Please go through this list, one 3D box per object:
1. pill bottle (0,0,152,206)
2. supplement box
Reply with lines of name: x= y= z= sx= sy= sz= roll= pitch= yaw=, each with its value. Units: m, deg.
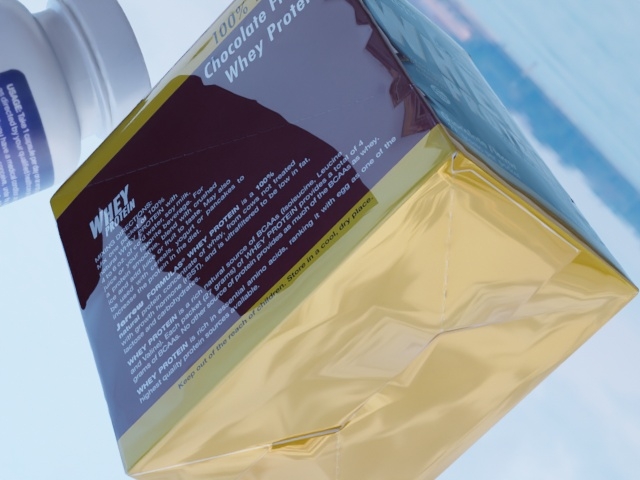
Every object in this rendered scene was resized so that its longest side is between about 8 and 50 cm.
pill bottle: x=-0.191 y=-0.070 z=0.853 sx=0.112 sy=0.186 sz=0.112 roll=56 pitch=159 yaw=34
supplement box: x=0.000 y=0.000 z=0.714 sx=0.129 sy=0.191 sz=0.194 roll=33 pitch=-160 yaw=-37
